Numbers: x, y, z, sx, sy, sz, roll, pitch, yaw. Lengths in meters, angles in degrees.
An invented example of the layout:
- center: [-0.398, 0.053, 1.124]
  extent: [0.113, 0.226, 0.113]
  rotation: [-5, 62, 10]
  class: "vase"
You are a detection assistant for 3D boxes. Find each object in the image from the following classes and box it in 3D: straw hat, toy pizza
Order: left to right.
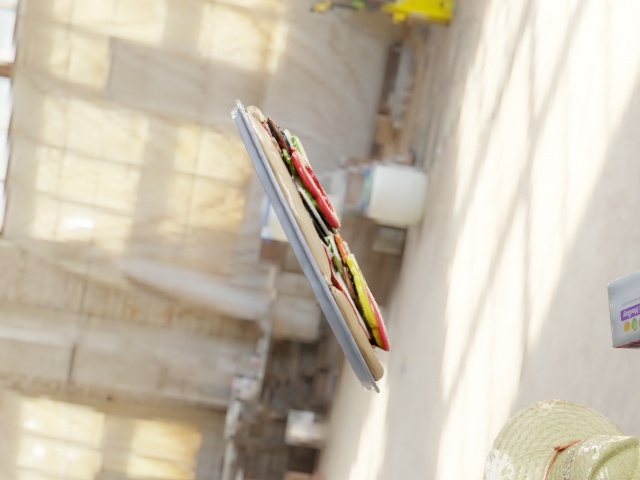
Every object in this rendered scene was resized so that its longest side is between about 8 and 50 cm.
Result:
- center: [0.000, 0.000, 0.935]
  extent: [0.201, 0.032, 0.201]
  rotation: [64, 180, -1]
  class: "toy pizza"
- center: [0.179, 0.155, 0.968]
  extent: [0.061, 0.144, 0.144]
  rotation: [130, 153, -51]
  class: "straw hat"

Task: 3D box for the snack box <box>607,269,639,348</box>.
- center: [0.214, 0.024, 0.708]
  extent: [0.141, 0.100, 0.037]
  rotation: [145, 126, -64]
  class: "snack box"
